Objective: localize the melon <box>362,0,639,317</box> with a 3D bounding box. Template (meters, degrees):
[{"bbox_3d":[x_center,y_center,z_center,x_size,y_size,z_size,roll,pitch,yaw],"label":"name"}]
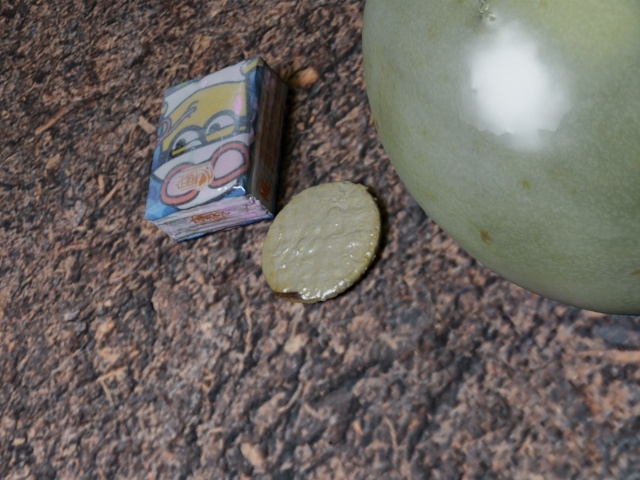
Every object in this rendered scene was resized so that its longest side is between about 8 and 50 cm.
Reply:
[{"bbox_3d":[0.164,-0.103,0.560,0.268,0.268,0.330,-36,44,10],"label":"melon"}]

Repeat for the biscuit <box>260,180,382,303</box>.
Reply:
[{"bbox_3d":[0.000,0.000,0.779,0.120,0.015,0.120,-18,52,25],"label":"biscuit"}]

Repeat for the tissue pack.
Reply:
[{"bbox_3d":[-0.095,-0.086,0.866,0.115,0.065,0.155,-14,54,28],"label":"tissue pack"}]
